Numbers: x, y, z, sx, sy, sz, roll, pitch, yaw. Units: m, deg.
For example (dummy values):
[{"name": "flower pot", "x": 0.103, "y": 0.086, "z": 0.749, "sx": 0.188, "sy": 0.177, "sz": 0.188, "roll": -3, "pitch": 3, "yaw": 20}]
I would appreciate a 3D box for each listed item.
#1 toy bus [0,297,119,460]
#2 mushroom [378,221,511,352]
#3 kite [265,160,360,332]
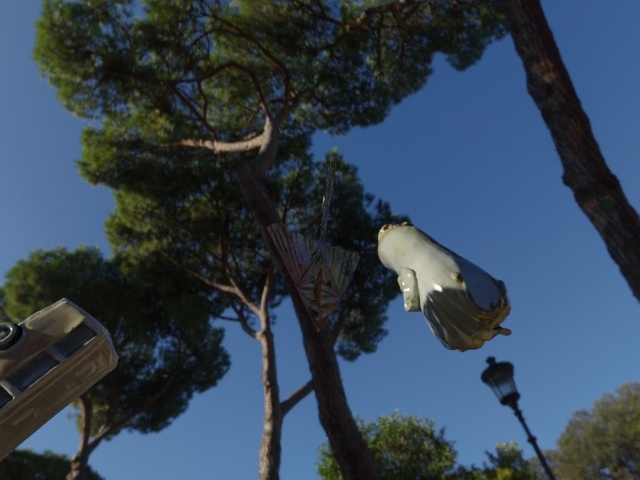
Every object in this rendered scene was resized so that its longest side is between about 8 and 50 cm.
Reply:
[{"name": "toy bus", "x": -0.429, "y": 0.216, "z": 0.645, "sx": 0.138, "sy": 0.342, "sz": 0.097, "roll": 25, "pitch": -44, "yaw": 24}, {"name": "mushroom", "x": 0.139, "y": 0.042, "z": 0.646, "sx": 0.096, "sy": 0.278, "sz": 0.099, "roll": 38, "pitch": -82, "yaw": -30}, {"name": "kite", "x": -0.001, "y": 0.000, "z": 0.435, "sx": 0.005, "sy": 0.153, "sz": 0.137, "roll": -8, "pitch": -15, "yaw": 34}]
